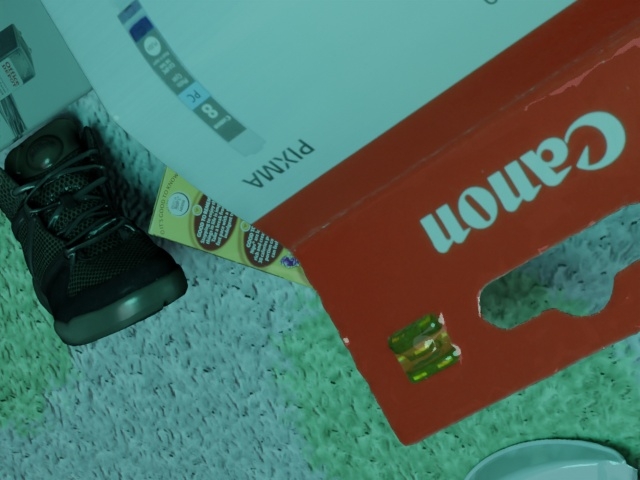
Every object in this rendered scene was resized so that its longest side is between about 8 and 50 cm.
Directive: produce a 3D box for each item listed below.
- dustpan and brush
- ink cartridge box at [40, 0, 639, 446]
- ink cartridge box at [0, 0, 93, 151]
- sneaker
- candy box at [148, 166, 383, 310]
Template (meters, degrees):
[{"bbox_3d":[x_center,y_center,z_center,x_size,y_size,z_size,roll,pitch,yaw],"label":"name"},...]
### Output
[{"bbox_3d":[0.122,0.201,0.984,0.211,0.060,0.147,1,110,18],"label":"dustpan and brush"},{"bbox_3d":[0.033,-0.101,0.695,0.308,0.091,0.385,-33,86,35],"label":"ink cartridge box"},{"bbox_3d":[-0.270,-0.083,0.878,0.159,0.218,0.092,-10,110,30],"label":"ink cartridge box"},{"bbox_3d":[-0.160,-0.007,0.909,0.130,0.087,0.227,68,165,-16],"label":"sneaker"},{"bbox_3d":[0.000,0.000,0.866,0.187,0.109,0.053,16,95,15],"label":"candy box"}]
